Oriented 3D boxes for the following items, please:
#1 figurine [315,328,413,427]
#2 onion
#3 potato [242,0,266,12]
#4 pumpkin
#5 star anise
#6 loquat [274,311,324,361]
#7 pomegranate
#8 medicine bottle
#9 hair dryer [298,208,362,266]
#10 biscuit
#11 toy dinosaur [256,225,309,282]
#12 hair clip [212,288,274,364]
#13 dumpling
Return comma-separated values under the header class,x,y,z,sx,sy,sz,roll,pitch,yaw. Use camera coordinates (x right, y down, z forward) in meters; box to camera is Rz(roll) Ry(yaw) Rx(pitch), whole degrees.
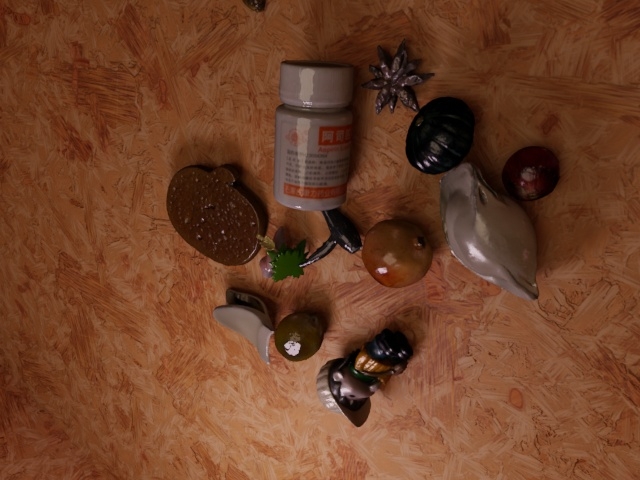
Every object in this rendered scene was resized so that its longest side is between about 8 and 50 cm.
class,x,y,z,sx,sy,sz,roll,pitch,yaw
figurine,0.123,0.390,1.683,0.332,0.185,0.204,-59,40,14
onion,0.483,-0.152,1.272,0.131,0.131,0.131,12,113,29
potato,-0.189,-0.673,1.551,0.083,0.040,0.051,39,118,13
pumpkin,0.282,-0.250,1.325,0.194,0.194,0.150,-21,116,36
star anise,0.185,-0.399,1.402,0.195,0.065,0.182,49,127,3
loquat,-0.064,0.301,1.766,0.152,0.152,0.195,49,132,8
pomegranate,0.206,0.033,1.480,0.191,0.191,0.191,12,113,29
medicine bottle,-0.019,-0.283,1.484,0.211,0.211,0.372,16,116,27
hair dryer,0.000,0.000,1.639,0.219,0.075,0.196,-43,73,20
biscuit,-0.341,-0.100,1.840,0.394,0.070,0.351,37,121,15
toy dinosaur,-0.123,0.050,1.746,0.177,0.152,0.194,34,135,52
hair clip,-0.247,0.271,1.889,0.282,0.113,0.173,27,130,22
dumpling,0.399,-0.011,1.360,0.341,0.181,0.260,38,167,-14
